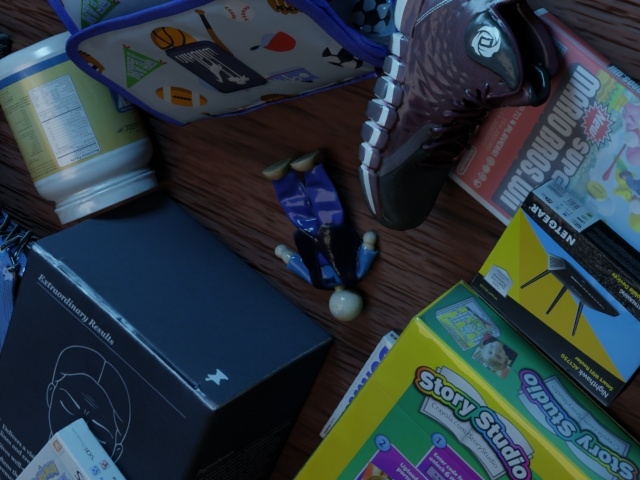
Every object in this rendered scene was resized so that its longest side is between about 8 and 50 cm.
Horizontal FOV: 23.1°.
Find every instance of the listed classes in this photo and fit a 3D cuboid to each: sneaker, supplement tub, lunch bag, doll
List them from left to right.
[{"bbox_3d":[-0.410,0.003,2.013,0.147,0.130,0.330,-13,104,28],"label":"sneaker"},{"bbox_3d":[-0.280,-0.132,1.808,0.144,0.144,0.199,-18,97,43],"label":"supplement tub"},{"bbox_3d":[-0.119,-0.303,1.548,0.328,0.239,0.385,-10,117,42],"label":"lunch bag"},{"bbox_3d":[0.000,0.000,1.696,0.129,0.046,0.189,-14,105,33],"label":"doll"},{"bbox_3d":[0.133,-0.119,1.458,0.162,0.106,0.281,26,120,36],"label":"sneaker"}]

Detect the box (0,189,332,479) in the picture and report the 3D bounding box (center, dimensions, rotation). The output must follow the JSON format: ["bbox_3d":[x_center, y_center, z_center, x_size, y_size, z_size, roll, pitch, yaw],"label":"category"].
[{"bbox_3d":[-0.212,0.196,1.847,0.293,0.212,0.395,40,130,20],"label":"box"}]

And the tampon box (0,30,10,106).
[{"bbox_3d":[-0.487,-0.231,1.956,0.161,0.120,0.101,31,127,26],"label":"tampon box"}]

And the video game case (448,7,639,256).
[{"bbox_3d":[0.263,-0.053,1.466,0.285,0.025,0.204,42,130,18],"label":"video game case"}]

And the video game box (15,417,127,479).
[{"bbox_3d":[-0.273,0.328,1.781,0.187,0.048,0.205,53,133,11],"label":"video game box"}]

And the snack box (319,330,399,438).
[{"bbox_3d":[0.061,0.180,1.740,0.064,0.022,0.178,43,130,16],"label":"snack box"}]

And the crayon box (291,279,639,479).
[{"bbox_3d":[0.180,0.275,1.615,0.363,0.106,0.313,43,129,12],"label":"crayon box"}]

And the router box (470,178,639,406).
[{"bbox_3d":[0.244,0.049,1.477,0.179,0.046,0.133,42,131,18],"label":"router box"}]
